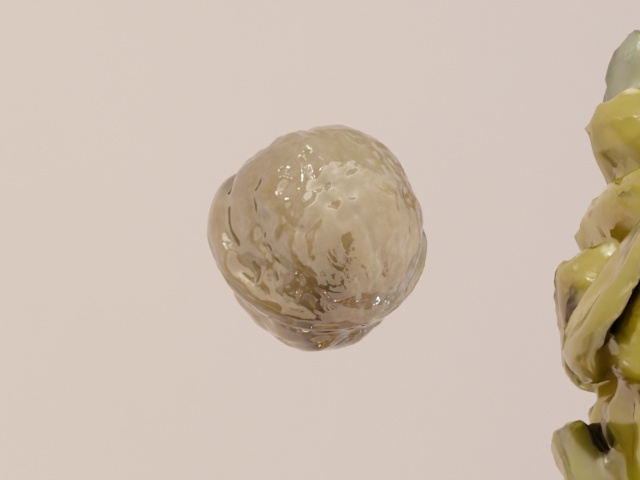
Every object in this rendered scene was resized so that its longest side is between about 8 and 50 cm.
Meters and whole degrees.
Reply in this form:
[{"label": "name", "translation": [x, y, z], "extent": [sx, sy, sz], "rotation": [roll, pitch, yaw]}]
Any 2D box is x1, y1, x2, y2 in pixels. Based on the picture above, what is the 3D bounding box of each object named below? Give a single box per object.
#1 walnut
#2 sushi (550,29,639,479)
[{"label": "walnut", "translation": [0.002, 0.000, 1.773], "extent": [0.248, 0.248, 0.248], "rotation": [-14, -69, -41]}, {"label": "sushi", "translation": [0.250, 0.015, 0.765], "extent": [0.328, 0.285, 0.327], "rotation": [-77, -15, -64]}]
